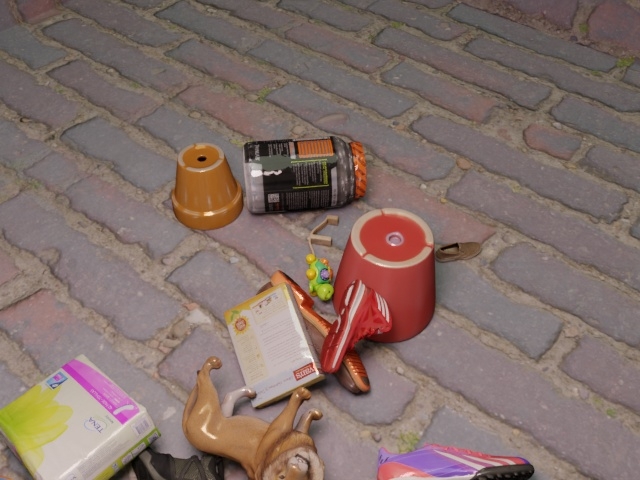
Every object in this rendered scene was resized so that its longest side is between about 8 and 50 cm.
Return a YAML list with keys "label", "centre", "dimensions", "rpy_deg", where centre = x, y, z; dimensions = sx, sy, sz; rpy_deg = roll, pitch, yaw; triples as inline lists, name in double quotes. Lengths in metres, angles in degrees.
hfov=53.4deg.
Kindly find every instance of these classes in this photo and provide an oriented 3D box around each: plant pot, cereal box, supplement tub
- label: "plant pot"
  centre: [-0.328, -0.166, 1.807]
  dimensions: [0.205, 0.187, 0.205]
  rpy_deg: [1, 48, -1]
- label: "plant pot"
  centre: [0.166, 0.071, 1.560]
  dimensions: [0.275, 0.243, 0.274]
  rpy_deg: [1, 47, -1]
- label: "cereal box"
  centre: [-0.109, 0.237, 1.449]
  dimensions: [0.173, 0.047, 0.240]
  rpy_deg: [-27, 66, 12]
- label: "supplement tub"
  centre: [-0.049, -0.190, 1.822]
  dimensions: [0.338, 0.207, 0.207]
  rpy_deg: [-4, 48, -5]

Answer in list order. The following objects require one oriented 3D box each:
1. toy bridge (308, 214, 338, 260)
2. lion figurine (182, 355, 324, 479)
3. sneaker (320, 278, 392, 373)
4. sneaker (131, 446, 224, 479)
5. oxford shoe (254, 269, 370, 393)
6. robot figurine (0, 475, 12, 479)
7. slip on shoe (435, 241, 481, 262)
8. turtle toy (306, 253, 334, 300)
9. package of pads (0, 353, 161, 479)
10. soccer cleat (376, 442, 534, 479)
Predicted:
- label: "toy bridge"
  centre: [0.000, 0.000, 1.769]
  dimensions: [0.063, 0.026, 0.188]
  rpy_deg: [9, 48, 11]
- label: "lion figurine"
  centre: [-0.149, 0.390, 1.268]
  dimensions: [0.393, 0.142, 0.240]
  rpy_deg: [8, 45, 29]
- label: "sneaker"
  centre: [0.092, 0.206, 1.402]
  dimensions: [0.128, 0.087, 0.221]
  rpy_deg: [30, 69, -16]
- label: "sneaker"
  centre: [-0.284, 0.473, 1.295]
  dimensions: [0.228, 0.087, 0.130]
  rpy_deg: [18, 24, 36]
- label: "oxford shoe"
  centre: [-0.026, 0.239, 1.512]
  dimensions: [0.133, 0.130, 0.363]
  rpy_deg: [-45, 63, 3]
- label: "robot figurine"
  centre: [-0.620, 0.547, 1.212]
  dimensions: [0.291, 0.085, 0.211]
  rpy_deg: [9, 49, 7]
- label: "slip on shoe"
  centre: [0.379, 0.024, 1.743]
  dimensions: [0.136, 0.041, 0.051]
  rpy_deg: [-9, 48, -10]
- label: "turtle toy"
  centre: [0.000, 0.099, 1.628]
  dimensions: [0.066, 0.095, 0.130]
  rpy_deg: [-5, 48, 2]
- label: "package of pads"
  centre: [-0.509, 0.384, 1.310]
  dimensions: [0.297, 0.101, 0.229]
  rpy_deg: [21, 47, 40]
- label: "soccer cleat"
  centre: [0.272, 0.461, 1.299]
  dimensions: [0.319, 0.108, 0.116]
  rpy_deg: [-6, 44, -3]
